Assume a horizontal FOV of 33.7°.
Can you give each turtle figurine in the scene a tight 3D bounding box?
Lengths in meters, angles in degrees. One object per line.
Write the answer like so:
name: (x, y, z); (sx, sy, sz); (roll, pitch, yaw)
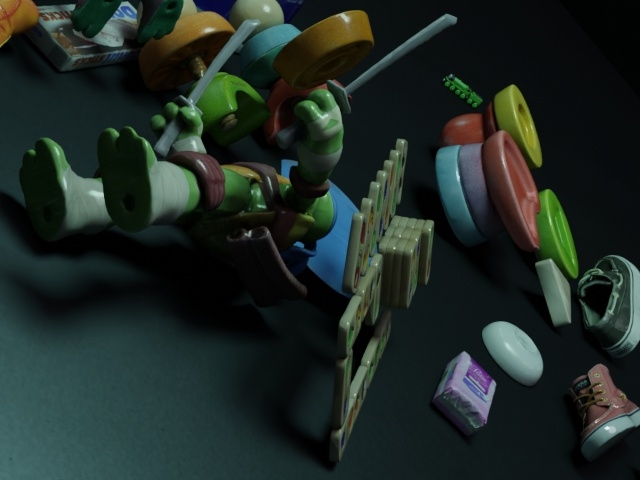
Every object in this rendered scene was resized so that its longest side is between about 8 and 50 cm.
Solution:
turtle figurine: (-0.230, -0.278, 0.958); (0.175, 0.118, 0.234); (-21, 60, -37)
turtle figurine: (-0.082, -0.086, 0.814); (0.197, 0.275, 0.266); (34, 25, 30)

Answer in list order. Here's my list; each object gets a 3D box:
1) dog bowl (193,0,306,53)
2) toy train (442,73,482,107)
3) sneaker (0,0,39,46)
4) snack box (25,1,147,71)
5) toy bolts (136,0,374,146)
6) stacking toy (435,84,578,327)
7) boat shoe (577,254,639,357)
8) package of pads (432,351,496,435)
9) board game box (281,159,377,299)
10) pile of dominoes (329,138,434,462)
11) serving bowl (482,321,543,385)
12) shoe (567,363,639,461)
dog bowl: (-0.136, -0.355, 1.290); (0.265, 0.104, 0.265); (35, 25, -19)
toy train: (0.246, -0.259, 1.826); (0.083, 0.024, 0.017); (33, 26, -24)
sneaker: (-0.280, -0.159, 0.830); (0.067, 0.064, 0.175); (65, 27, -7)
snack box: (-0.216, -0.198, 1.015); (0.064, 0.022, 0.178); (46, 24, 5)
toy bolts: (-0.055, -0.205, 1.062); (0.159, 0.218, 0.228); (62, 19, 9)
stacking toy: (0.236, -0.035, 1.416); (0.280, 0.130, 0.309); (66, 23, -15)
boat shoe: (0.398, 0.072, 1.465); (0.070, 0.078, 0.219); (40, 26, -12)
package of pads: (0.138, 0.145, 1.002); (0.050, 0.032, 0.083); (46, 24, -2)
board game box: (0.000, 0.000, 1.024); (0.133, 0.033, 0.169); (37, 30, -28)
pile of dominoes: (0.058, 0.038, 0.870); (0.040, 0.196, 0.251); (8, 22, 11)
serving bowl: (0.218, 0.120, 1.170); (0.083, 0.027, 0.083); (34, 27, -20)
shoe: (0.302, 0.186, 1.159); (0.081, 0.063, 0.178); (52, 20, 19)
